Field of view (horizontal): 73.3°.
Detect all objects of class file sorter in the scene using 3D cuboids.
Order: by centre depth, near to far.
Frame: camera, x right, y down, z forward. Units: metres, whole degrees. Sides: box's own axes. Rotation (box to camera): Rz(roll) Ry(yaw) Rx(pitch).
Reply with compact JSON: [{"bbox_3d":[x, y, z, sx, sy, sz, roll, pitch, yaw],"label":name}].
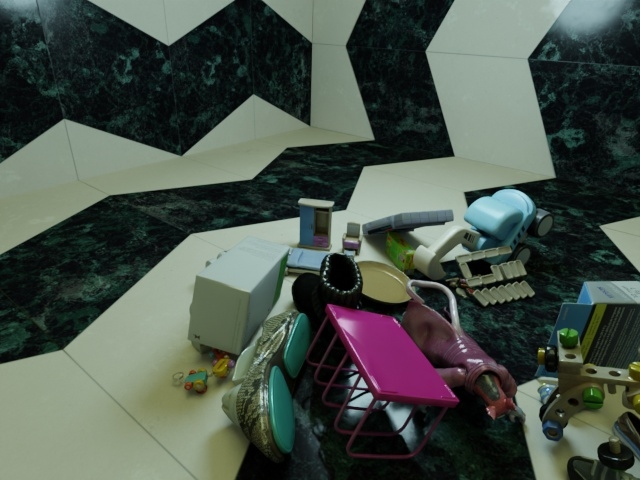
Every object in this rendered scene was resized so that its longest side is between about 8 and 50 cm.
[{"bbox_3d":[0.112,0.312,0.965,0.202,0.182,0.290,16,19,-26],"label":"file sorter"}]

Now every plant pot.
[{"bbox_3d":[0.202,0.147,1.463,0.237,0.032,0.236,12,29,-7],"label":"plant pot"}]

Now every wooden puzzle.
[{"bbox_3d":[0.579,0.146,1.559,0.049,0.006,0.083,12,29,19],"label":"wooden puzzle"}]

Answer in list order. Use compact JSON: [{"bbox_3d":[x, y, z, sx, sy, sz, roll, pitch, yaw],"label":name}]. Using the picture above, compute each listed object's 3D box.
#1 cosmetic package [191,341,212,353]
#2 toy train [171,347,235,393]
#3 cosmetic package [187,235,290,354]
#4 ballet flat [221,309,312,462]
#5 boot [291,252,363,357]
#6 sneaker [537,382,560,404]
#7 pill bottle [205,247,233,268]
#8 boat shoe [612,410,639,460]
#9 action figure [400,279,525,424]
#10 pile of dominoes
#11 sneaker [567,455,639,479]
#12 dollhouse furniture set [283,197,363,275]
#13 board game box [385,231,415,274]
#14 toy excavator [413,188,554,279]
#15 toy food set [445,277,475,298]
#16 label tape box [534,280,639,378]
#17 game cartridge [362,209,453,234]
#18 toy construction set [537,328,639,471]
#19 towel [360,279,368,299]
[{"bbox_3d":[-0.301,0.268,1.215,0.115,0.041,0.060,-21,35,-38],"label":"cosmetic package"},{"bbox_3d":[-0.284,0.331,1.097,0.166,0.046,0.125,-29,24,-37],"label":"toy train"},{"bbox_3d":[-0.222,0.138,1.238,0.155,0.196,0.365,15,21,6],"label":"cosmetic package"},{"bbox_3d":[-0.131,0.331,1.018,0.182,0.164,0.482,-17,19,11],"label":"ballet flat"},{"bbox_3d":[0.014,0.132,1.229,0.131,0.260,0.348,-19,38,-21],"label":"boot"},{"bbox_3d":[0.605,0.389,1.038,0.144,0.053,0.059,2,32,10],"label":"sneaker"},{"bbox_3d":[-0.303,0.082,1.510,0.180,0.107,0.108,-20,35,-36],"label":"pill bottle"},{"bbox_3d":[0.714,0.446,0.912,0.066,0.066,0.183,-9,29,-21],"label":"boat shoe"},{"bbox_3d":[0.352,0.278,1.021,0.248,0.275,0.370,2,12,-13],"label":"action figure"},{"bbox_3d":[0.599,0.128,1.490,0.251,0.040,0.195,-9,68,-18],"label":"pile of dominoes"},{"bbox_3d":[0.615,0.489,0.831,0.132,0.086,0.229,10,4,-42],"label":"sneaker"},{"bbox_3d":[0.000,0.000,1.595,0.287,0.198,0.303,7,28,10],"label":"dollhouse furniture set"},{"bbox_3d":[0.304,0.047,1.640,0.043,0.092,0.181,-4,27,-14],"label":"board game box"},{"bbox_3d":[0.583,-0.023,1.596,0.445,0.432,0.222,23,12,-38],"label":"toy excavator"},{"bbox_3d":[0.499,0.160,1.511,0.078,0.019,0.122,-8,29,-20],"label":"toy food set"},{"bbox_3d":[0.741,0.235,1.128,0.348,0.249,0.115,1,27,-3],"label":"label tape box"},{"bbox_3d":[0.333,-0.066,1.724,0.230,0.068,0.355,-9,-2,-18],"label":"game cartridge"},{"bbox_3d":[0.604,0.281,0.900,0.309,0.237,0.257,-19,10,-34],"label":"toy construction set"},{"bbox_3d":[0.120,0.167,1.457,0.067,0.029,0.119,18,29,15],"label":"towel"}]
